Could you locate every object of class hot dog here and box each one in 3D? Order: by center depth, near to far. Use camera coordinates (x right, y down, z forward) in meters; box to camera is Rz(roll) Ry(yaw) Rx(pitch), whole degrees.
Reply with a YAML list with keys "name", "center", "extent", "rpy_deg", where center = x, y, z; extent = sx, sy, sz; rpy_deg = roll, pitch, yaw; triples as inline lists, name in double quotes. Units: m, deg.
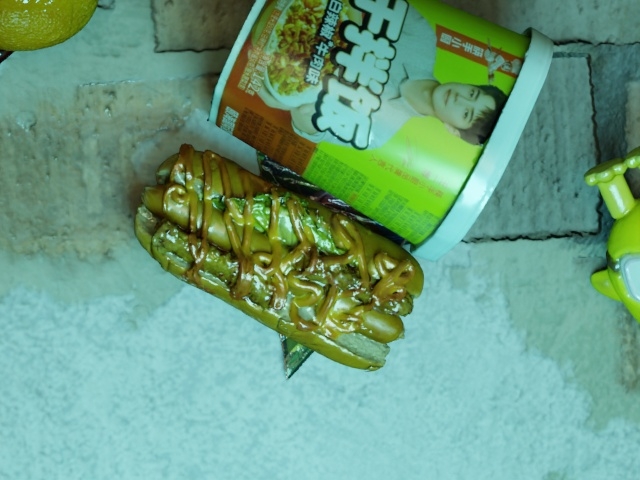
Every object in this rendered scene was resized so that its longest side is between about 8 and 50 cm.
- name: "hot dog"
  center: [-0.042, 0.018, 1.341]
  extent: [0.348, 0.117, 0.158]
  rpy_deg: [29, 80, -10]

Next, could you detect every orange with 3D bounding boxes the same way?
- name: "orange"
  center: [-0.333, -0.301, 1.267]
  extent: [0.206, 0.206, 0.206]
  rpy_deg: [0, 89, -12]

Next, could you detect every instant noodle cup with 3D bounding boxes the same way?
- name: "instant noodle cup"
  center: [0.055, -0.164, 1.319]
  extent: [0.307, 0.294, 0.294]
  rpy_deg: [26, 83, -2]

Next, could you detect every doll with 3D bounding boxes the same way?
- name: "doll"
  center: [0.446, 0.051, 1.464]
  extent: [0.199, 0.145, 0.363]
  rpy_deg: [-23, 106, 28]

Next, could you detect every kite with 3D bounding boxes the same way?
- name: "kite"
  center: [0.000, 0.000, 1.418]
  extent: [0.233, 0.016, 0.321]
  rpy_deg: [-7, 90, -12]

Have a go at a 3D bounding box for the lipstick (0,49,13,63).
- name: "lipstick"
  center: [-0.399, -0.181, 1.332]
  extent: [0.176, 0.027, 0.027]
  rpy_deg: [-44, 97, -11]
